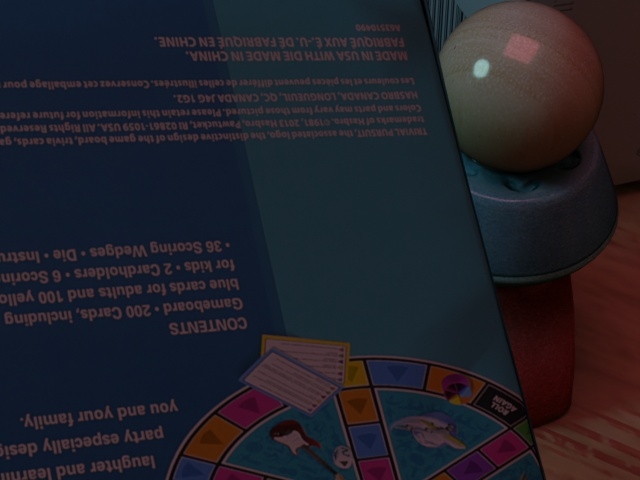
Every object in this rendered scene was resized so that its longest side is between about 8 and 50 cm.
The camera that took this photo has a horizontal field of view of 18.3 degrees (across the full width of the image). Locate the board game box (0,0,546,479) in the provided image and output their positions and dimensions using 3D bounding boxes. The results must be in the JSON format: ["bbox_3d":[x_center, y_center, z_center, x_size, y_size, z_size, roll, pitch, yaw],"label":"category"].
[{"bbox_3d":[-0.058,0.100,0.498,0.254,0.079,0.336,-3,72,-31],"label":"board game box"}]

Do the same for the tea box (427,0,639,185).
[{"bbox_3d":[0.165,-0.224,0.907,0.324,0.220,0.329,-13,47,-17],"label":"tea box"}]

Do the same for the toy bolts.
[{"bbox_3d":[0.000,0.000,0.701,0.229,0.158,0.218,-4,44,-9],"label":"toy bolts"}]
